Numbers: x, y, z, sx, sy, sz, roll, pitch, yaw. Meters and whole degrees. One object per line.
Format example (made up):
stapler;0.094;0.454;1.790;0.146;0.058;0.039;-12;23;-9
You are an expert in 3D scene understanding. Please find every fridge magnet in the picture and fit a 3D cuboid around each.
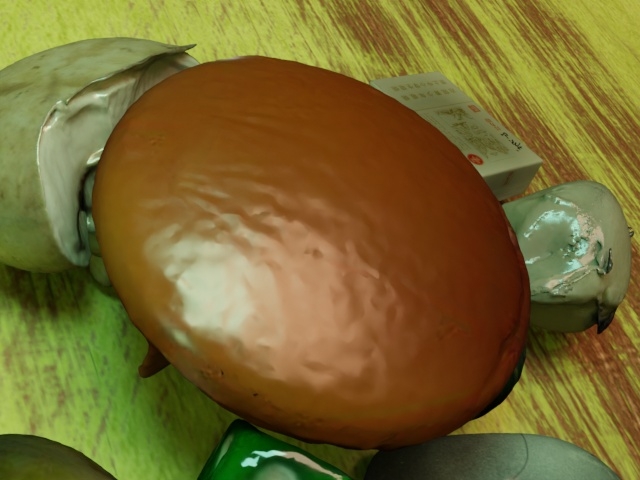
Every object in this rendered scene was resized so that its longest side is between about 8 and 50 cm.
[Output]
fridge magnet;0.000;0.000;0.736;0.363;0.155;0.363;15;48;-17

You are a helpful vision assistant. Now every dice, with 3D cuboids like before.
dice;-0.032;0.206;0.652;0.131;0.128;0.120;31;77;-5

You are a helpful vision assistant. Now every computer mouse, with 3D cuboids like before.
computer mouse;0.145;0.238;0.797;0.379;0.090;0.167;3;48;-28

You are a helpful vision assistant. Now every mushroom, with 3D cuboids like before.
mushroom;-0.218;-0.067;0.815;0.189;0.195;0.253;13;39;29

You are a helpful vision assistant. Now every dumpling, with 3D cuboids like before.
dumpling;0.243;0.023;1.034;0.163;0.204;0.293;62;24;-11

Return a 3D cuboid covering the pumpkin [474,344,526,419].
pumpkin;0.109;0.095;0.879;0.167;0.125;0.167;12;54;-17

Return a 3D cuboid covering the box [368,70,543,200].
box;0.158;-0.129;1.161;0.141;0.058;0.201;-17;52;-42

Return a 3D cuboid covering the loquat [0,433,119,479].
loquat;-0.170;0.221;0.547;0.179;0.179;0.227;-6;62;-36
